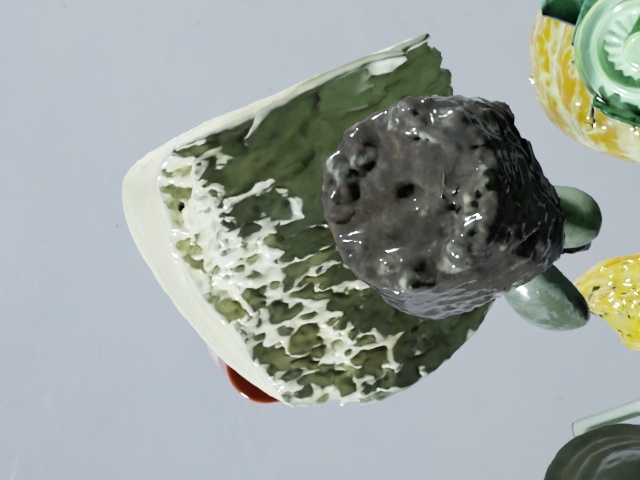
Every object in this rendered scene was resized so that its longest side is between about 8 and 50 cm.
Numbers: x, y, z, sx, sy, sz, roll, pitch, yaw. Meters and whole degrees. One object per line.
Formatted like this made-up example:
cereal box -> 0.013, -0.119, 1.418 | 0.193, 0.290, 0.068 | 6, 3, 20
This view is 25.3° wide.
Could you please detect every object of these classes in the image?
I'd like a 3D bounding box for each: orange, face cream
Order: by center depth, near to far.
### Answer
orange -> 0.375, -0.191, 1.441 | 0.329, 0.329, 0.249 | 8, 105, -8
face cream -> -0.073, 0.124, 1.634 | 0.096, 0.214, 0.095 | -1, 93, -10

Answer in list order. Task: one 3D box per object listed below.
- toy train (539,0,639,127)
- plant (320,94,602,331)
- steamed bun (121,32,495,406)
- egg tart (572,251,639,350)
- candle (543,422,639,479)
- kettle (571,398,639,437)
toy train -> 0.287, -0.164, 0.949 | 0.272, 0.159, 0.188 | 20, 114, 12
plant -> 0.116, -0.017, 1.029 | 0.149, 0.274, 0.146 | -18, 71, 26
steamed bun -> 0.000, 0.000, 1.205 | 0.290, 0.273, 0.272 | -21, 95, -25
egg tart -> 0.466, 0.074, 1.820 | 0.294, 0.294, 0.123 | -9, 80, -8
candle -> 0.271, 0.254, 1.229 | 0.188, 0.330, 0.187 | 2, 49, -2
kettle -> 0.326, 0.237, 1.430 | 0.126, 0.148, 0.098 | 55, 45, -11
